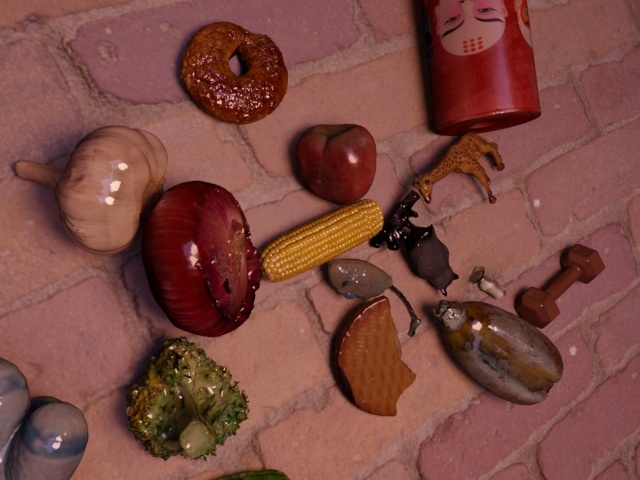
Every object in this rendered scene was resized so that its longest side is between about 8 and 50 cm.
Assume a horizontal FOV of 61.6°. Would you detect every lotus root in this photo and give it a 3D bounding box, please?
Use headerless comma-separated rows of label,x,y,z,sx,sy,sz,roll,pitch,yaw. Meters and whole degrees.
lotus root,0.343,0.207,1.081,0.322,0.140,0.158,35,98,-12

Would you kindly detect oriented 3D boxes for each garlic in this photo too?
garlic,-0.345,-0.091,0.780,0.226,0.199,0.199,17,79,4

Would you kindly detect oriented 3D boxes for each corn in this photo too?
corn,0.000,0.000,0.963,0.248,0.081,0.081,-26,98,-23

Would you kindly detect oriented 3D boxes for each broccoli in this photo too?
broccoli,-0.193,0.255,0.803,0.194,0.194,0.220,-15,99,-24

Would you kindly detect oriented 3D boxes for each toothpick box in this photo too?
toothpick box,0.308,-0.392,1.056,0.204,0.204,0.333,-7,89,-24

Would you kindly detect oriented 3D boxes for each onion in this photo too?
onion,-0.181,0.031,0.813,0.161,0.248,0.248,-23,97,2

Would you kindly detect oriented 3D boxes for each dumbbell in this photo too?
dumbbell,0.535,0.099,1.196,0.231,0.092,0.082,-36,132,-22

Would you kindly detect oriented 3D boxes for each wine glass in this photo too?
wine glass,0.360,0.092,1.142,0.083,0.039,0.042,33,66,-22

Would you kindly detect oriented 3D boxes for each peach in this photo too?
peach,0.034,-0.132,0.959,0.152,0.152,0.152,1,87,-24

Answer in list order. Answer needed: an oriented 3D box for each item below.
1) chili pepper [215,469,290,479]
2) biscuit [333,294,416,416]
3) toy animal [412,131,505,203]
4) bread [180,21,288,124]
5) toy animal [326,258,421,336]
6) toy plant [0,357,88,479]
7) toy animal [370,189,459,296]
chili pepper,-0.158,0.441,0.872,0.253,0.083,0.099,-9,100,-21
biscuit,0.107,0.215,1.003,0.176,0.031,0.229,15,96,-21
toy animal,0.286,-0.148,1.086,0.275,0.054,0.149,-3,93,-40
bread,-0.145,-0.289,0.925,0.193,0.064,0.193,3,82,-24
toy animal,0.108,0.094,1.024,0.253,0.070,0.079,31,110,-32
toy plant,-0.408,0.316,0.692,0.247,0.247,0.332,-11,88,-24
toy animal,0.215,0.014,1.041,0.210,0.117,0.121,42,66,-14
